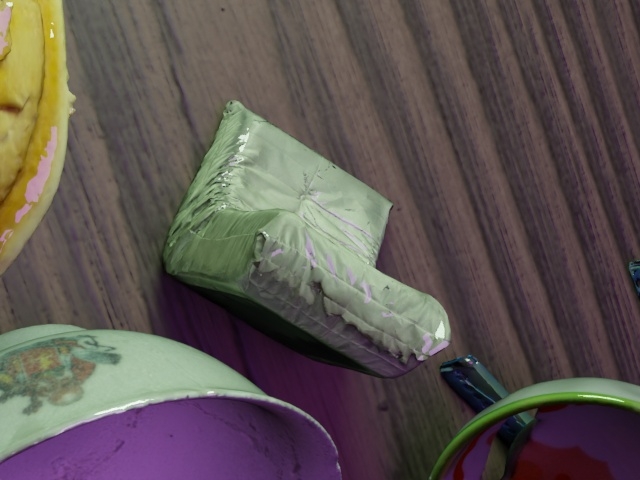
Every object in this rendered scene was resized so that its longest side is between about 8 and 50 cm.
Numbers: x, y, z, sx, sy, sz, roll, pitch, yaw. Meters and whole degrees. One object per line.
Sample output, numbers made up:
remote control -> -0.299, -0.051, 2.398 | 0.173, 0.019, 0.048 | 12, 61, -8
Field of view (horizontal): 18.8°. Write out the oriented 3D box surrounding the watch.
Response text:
watch -> 0.282, 0.190, 1.946 | 0.276, 0.068, 0.274 | -25, 103, -26

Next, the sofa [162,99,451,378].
sofa -> 0.000, 0.000, 1.697 | 0.210, 0.225, 0.176 | 32, 79, -23

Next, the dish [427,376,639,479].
dish -> 0.265, 0.251, 1.848 | 0.324, 0.324, 0.124 | 56, 28, -18

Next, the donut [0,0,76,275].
donut -> -0.390, -0.136, 1.429 | 0.449, 0.198, 0.449 | 0, 90, 1

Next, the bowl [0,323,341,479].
bowl -> -0.215, 0.196, 1.555 | 0.435, 0.435, 0.196 | -9, 52, -29
